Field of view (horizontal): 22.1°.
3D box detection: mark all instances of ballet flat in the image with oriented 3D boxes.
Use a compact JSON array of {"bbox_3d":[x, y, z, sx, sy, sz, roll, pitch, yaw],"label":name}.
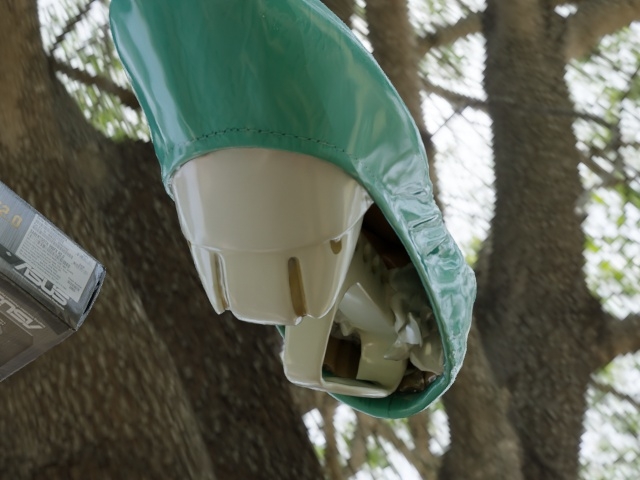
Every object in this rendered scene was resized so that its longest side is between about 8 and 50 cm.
[{"bbox_3d":[0.000,0.000,0.557,0.083,0.087,0.247,-4,-27,20],"label":"ballet flat"}]

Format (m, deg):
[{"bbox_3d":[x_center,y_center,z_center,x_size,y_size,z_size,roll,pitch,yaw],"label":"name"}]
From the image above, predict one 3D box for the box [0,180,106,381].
[{"bbox_3d":[-0.265,0.001,0.925,0.231,0.056,0.183,41,-48,-20],"label":"box"}]
